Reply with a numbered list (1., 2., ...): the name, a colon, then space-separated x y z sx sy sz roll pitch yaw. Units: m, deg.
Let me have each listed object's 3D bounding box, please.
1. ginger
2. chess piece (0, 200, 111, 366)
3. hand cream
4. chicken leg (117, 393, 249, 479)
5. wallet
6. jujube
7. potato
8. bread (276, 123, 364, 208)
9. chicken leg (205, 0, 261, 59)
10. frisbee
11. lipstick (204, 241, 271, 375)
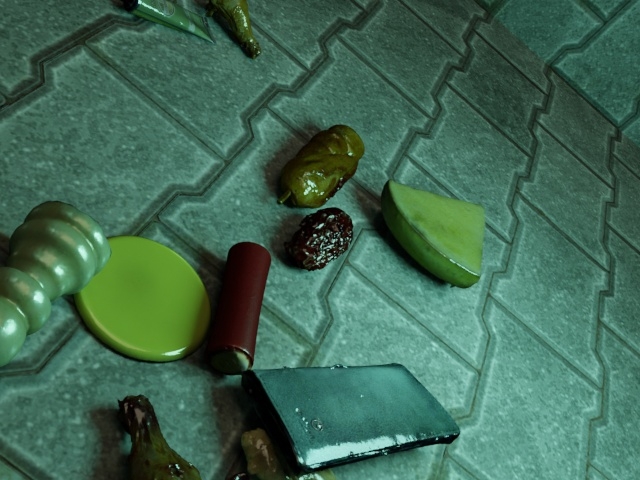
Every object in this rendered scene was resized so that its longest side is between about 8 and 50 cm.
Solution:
1. ginger: 0.003 0.362 1.193 0.288 0.075 0.089 27 36 -16
2. chess piece: -0.398 0.066 1.053 0.133 0.133 0.243 38 43 -9
3. hand cream: -0.324 -0.488 1.702 0.235 0.055 0.086 10 49 -46
4. chicken leg: -0.163 0.344 1.052 0.322 0.083 0.177 39 29 -10
5. wallet: 0.059 0.273 1.285 0.379 0.046 0.190 5 36 -45
6. jujube: 0.004 0.002 1.512 0.104 0.104 0.166 43 50 -2
7. potato: 0.226 -0.033 1.734 0.255 0.112 0.269 32 36 -11
8. bread: 0.000 -0.152 1.654 0.124 0.084 0.344 44 38 -1
9. chicken leg: -0.199 -0.507 1.807 0.207 0.101 0.085 64 27 -10
10. frisbee: -0.272 0.085 1.234 0.236 0.017 0.236 24 42 -24
11. lipstick: -0.132 0.107 1.294 0.080 0.080 0.241 28 41 -20
